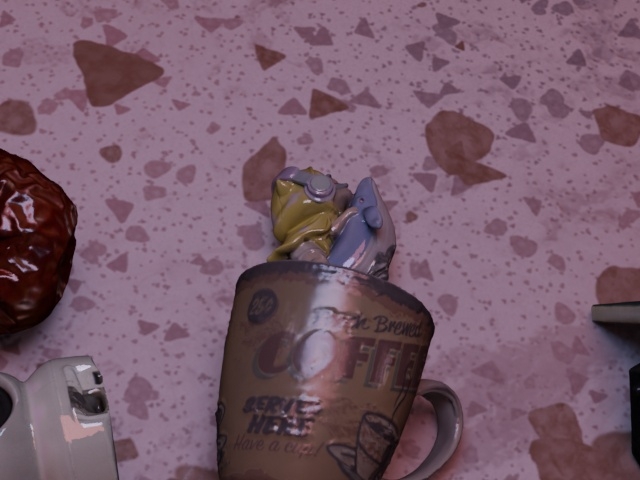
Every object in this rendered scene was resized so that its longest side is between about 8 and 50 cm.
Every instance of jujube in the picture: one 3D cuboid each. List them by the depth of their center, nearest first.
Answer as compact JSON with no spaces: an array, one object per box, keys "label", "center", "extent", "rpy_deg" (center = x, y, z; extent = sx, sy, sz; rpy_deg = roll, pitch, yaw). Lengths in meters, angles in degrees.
[{"label":"jujube","center":[-0.388,-0.006,1.992],"extent":[0.232,0.213,0.213],"rpy_deg":[12,56,0]}]

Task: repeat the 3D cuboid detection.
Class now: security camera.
[{"label":"security camera","center":[-0.331,0.227,1.865],"extent":[0.236,0.195,0.195],"rpy_deg":[-10,58,-8]}]

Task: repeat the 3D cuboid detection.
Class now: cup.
[{"label":"cup","center":[0.019,0.197,1.949],"extent":[0.301,0.227,0.257],"rpy_deg":[26,66,-26]}]

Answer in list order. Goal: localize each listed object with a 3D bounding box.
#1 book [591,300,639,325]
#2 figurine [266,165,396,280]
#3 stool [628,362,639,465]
[{"label":"book","center":[0.530,0.078,2.060],"extent":[0.379,0.264,0.031],"rpy_deg":[-2,89,-9]},{"label":"figurine","center":[0.000,0.000,2.100],"extent":[0.183,0.128,0.208],"rpy_deg":[36,63,18]},{"label":"stool","center":[0.443,0.210,1.969],"extent":[0.141,0.232,0.232],"rpy_deg":[-18,61,-20]}]
